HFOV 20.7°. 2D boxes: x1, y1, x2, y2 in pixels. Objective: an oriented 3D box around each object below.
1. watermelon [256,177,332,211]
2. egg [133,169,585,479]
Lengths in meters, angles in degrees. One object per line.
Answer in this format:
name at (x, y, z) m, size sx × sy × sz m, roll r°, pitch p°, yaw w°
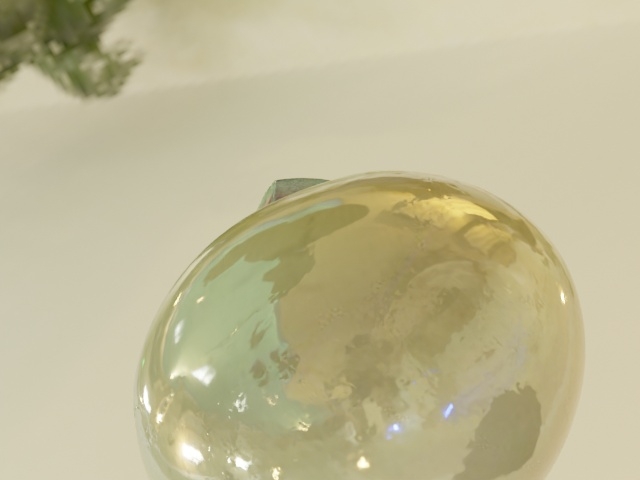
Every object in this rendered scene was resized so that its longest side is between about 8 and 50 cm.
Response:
watermelon at (0.004, -0.001, 1.138) m, size 0.084 × 0.072 × 0.092 m, roll 9°, pitch 155°, yaw -38°
egg at (0.019, 0.078, 0.947) m, size 0.269 × 0.219 × 0.219 m, roll -45°, pitch -168°, yaw 29°
